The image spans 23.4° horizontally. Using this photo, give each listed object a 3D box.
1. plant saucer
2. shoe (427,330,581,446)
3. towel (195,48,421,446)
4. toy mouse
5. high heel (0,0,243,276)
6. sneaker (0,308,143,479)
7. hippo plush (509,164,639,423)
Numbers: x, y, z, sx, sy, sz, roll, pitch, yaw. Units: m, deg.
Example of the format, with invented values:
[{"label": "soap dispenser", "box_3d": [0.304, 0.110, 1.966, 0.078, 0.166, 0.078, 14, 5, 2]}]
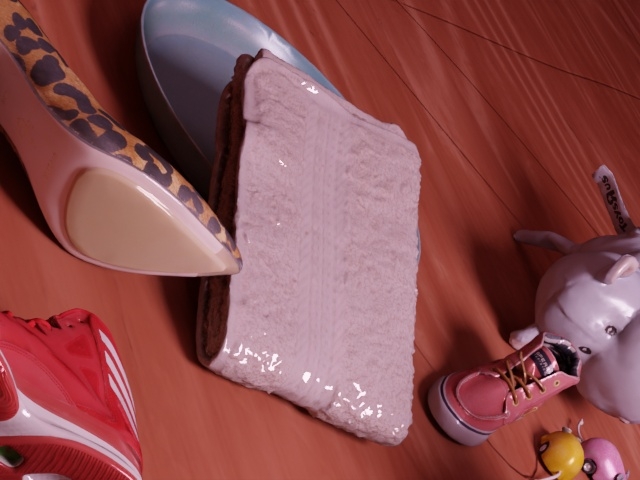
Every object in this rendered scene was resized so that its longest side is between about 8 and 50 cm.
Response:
[{"label": "plant saucer", "box_3d": [-0.040, -0.080, 1.295, 0.317, 0.043, 0.317, 38, 26, -23]}, {"label": "shoe", "box_3d": [0.157, 0.118, 1.291, 0.063, 0.081, 0.178, 56, 25, 15]}, {"label": "towel", "box_3d": [0.000, 0.000, 1.143, 0.187, 0.049, 0.282, 27, 49, -33]}, {"label": "toy mouse", "box_3d": [0.253, 0.217, 1.369, 0.143, 0.031, 0.161, 46, 24, -7]}, {"label": "high heel", "box_3d": [-0.156, -0.086, 1.034, 0.261, 0.093, 0.186, 29, 36, -21]}, {"label": "sneaker", "box_3d": [-0.180, 0.063, 0.822, 0.221, 0.087, 0.128, 51, 12, -27]}, {"label": "hippo plush", "box_3d": [0.318, 0.049, 1.480, 0.294, 0.234, 0.236, 56, 24, 13]}]
